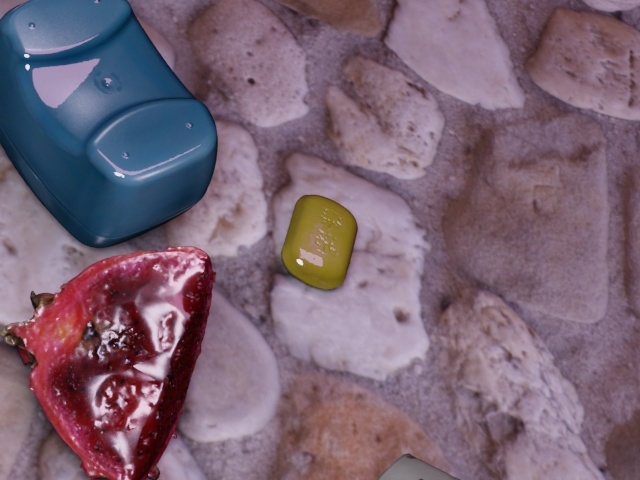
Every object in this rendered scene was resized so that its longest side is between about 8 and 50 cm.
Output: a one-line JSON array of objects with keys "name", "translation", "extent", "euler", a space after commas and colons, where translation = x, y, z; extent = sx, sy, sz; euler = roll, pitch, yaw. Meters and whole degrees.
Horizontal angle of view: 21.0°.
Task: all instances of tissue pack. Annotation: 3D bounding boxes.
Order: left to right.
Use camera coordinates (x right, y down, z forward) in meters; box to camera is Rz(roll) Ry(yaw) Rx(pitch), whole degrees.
[{"name": "tissue pack", "translation": [-0.261, -0.134, 1.991], "extent": [0.198, 0.206, 0.287], "euler": [-29, 73, -33]}]

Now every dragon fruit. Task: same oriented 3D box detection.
[{"name": "dragon fruit", "translation": [-0.232, 0.116, 1.854], "extent": [0.211, 0.134, 0.262], "euler": [21, 82, 2]}]

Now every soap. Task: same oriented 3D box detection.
[{"name": "soap", "translation": [0.000, -0.001, 2.147], "extent": [0.089, 0.045, 0.140], "euler": [24, 47, -9]}]

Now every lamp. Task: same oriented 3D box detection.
[{"name": "lamp", "translation": [0.151, 0.335, 1.922], "extent": [0.214, 0.121, 0.121], "euler": [42, 44, 20]}]
